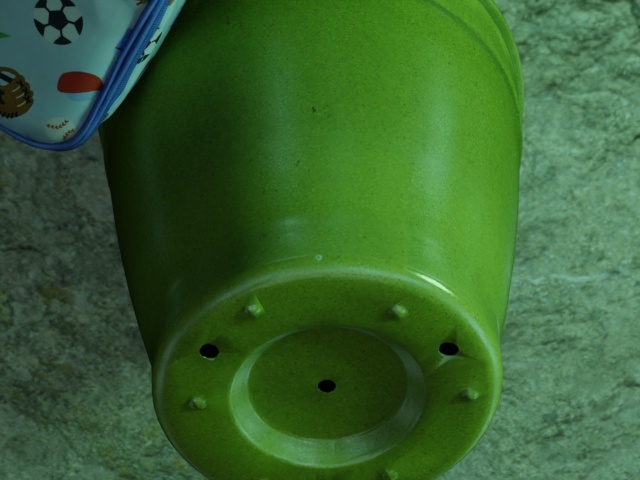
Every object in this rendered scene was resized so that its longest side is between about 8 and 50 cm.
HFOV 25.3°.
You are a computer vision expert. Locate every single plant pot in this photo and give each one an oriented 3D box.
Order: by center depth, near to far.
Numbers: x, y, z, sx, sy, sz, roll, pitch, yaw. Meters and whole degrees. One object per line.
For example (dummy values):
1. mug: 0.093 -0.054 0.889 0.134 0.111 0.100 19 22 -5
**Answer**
1. plant pot: 0.000 0.000 1.084 0.366 0.353 0.366 -2 129 -2

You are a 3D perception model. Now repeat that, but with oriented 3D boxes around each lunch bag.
1. lunch bag: -0.236 -0.227 0.998 0.303 0.115 0.243 34 124 -2
